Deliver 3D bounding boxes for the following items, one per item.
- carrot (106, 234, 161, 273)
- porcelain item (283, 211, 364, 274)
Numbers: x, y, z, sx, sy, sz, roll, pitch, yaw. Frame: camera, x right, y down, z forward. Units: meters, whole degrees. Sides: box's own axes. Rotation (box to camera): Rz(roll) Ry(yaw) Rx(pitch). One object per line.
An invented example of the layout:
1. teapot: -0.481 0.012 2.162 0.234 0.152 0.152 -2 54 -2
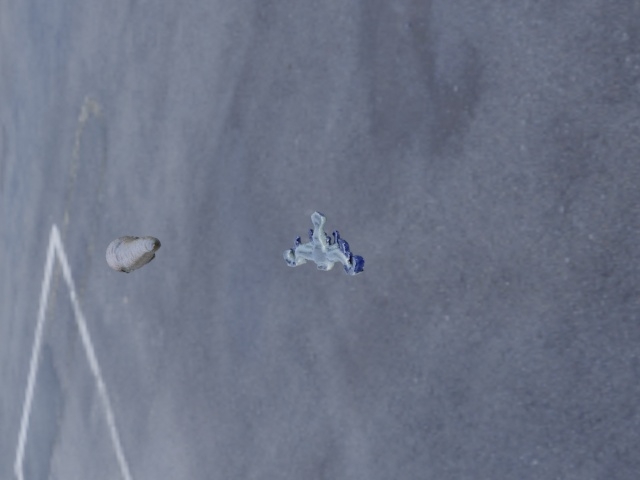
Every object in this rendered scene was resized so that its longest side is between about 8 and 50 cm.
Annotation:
1. carrot: -0.220 0.013 1.137 0.254 0.049 0.049 170 97 -70
2. porcelain item: 0.000 0.000 1.182 0.136 0.021 0.075 6 109 48
